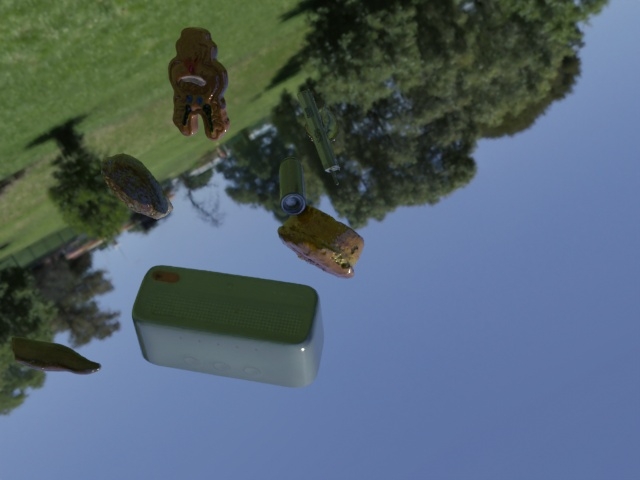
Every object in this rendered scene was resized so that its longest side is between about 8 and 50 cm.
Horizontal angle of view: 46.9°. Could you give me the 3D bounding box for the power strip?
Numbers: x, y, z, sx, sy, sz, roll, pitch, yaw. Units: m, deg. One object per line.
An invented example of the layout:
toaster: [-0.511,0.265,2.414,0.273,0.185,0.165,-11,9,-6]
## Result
power strip: [0.001,-0.275,1.974,0.034,0.268,0.092,-21,179,9]

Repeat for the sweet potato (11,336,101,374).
sweet potato: [-0.663,0.299,1.848,0.243,0.077,0.077,15,-158,3]

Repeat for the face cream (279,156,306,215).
face cream: [-0.083,-0.169,2.157,0.073,0.073,0.284,-26,-151,11]

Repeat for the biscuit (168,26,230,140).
biscuit: [-0.359,-0.453,2.157,0.202,0.334,0.047,15,-149,22]

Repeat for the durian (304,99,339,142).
durian: [-0.004,-0.342,2.174,0.110,0.140,0.071,8,170,-29]

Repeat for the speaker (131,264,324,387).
speaker: [-0.196,0.179,1.599,0.406,0.184,0.183,8,-124,5]

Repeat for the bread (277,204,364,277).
bread: [0.000,0.000,2.129,0.146,0.268,0.268,-60,-159,-8]

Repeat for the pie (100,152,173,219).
pie: [-0.414,-0.125,1.689,0.163,0.193,0.079,15,-123,43]
